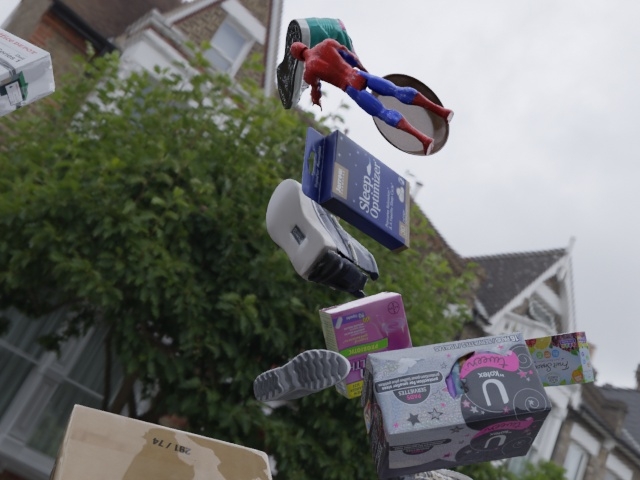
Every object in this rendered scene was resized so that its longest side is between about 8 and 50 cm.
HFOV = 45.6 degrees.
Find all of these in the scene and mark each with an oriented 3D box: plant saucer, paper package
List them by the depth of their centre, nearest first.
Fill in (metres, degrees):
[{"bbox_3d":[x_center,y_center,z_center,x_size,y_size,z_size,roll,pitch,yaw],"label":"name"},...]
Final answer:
[{"bbox_3d":[-0.228,0.409,1.072,0.324,0.168,0.309,17,15,-15],"label":"paper package"},{"bbox_3d":[0.182,-0.260,1.614,0.198,0.199,0.036,32,-33,-13],"label":"plant saucer"}]

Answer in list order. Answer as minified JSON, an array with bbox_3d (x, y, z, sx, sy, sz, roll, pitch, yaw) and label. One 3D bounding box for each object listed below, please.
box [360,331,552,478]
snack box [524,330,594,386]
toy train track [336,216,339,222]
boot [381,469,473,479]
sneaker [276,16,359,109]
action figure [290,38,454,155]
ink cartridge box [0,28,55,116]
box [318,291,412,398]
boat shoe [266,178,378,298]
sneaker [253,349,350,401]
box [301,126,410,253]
[{"bbox_3d":[0.199,0.254,1.167,0.247,0.142,0.163,-7,-39,-8],"label":"box"},{"bbox_3d":[0.470,0.241,1.531,0.037,0.100,0.141,0,-13,-39],"label":"snack box"},{"bbox_3d":[0.049,-0.054,2.121,0.048,0.083,0.014,27,-12,-38],"label":"toy train track"},{"bbox_3d":[0.260,0.620,1.599,0.138,0.284,0.377,-31,-54,20],"label":"boot"},{"bbox_3d":[-0.001,-0.429,1.825,0.178,0.124,0.295,-13,-20,-18],"label":"sneaker"},{"bbox_3d":[0.073,-0.230,1.220,0.280,0.092,0.139,34,-3,12],"label":"action figure"},{"bbox_3d":[-0.643,-0.309,1.445,0.160,0.219,0.093,28,-46,20],"label":"ink cartridge box"},{"bbox_3d":[0.133,0.288,2.125,0.213,0.243,0.117,-13,4,-16],"label":"box"},{"bbox_3d":[0.000,0.000,1.594,0.158,0.127,0.341,27,21,-31],"label":"boat shoe"},{"bbox_3d":[-0.038,0.359,2.025,0.281,0.105,0.115,-19,-21,26],"label":"sneaker"},{"bbox_3d":[0.063,-0.086,1.237,0.225,0.137,0.036,30,-39,-35],"label":"box"}]
